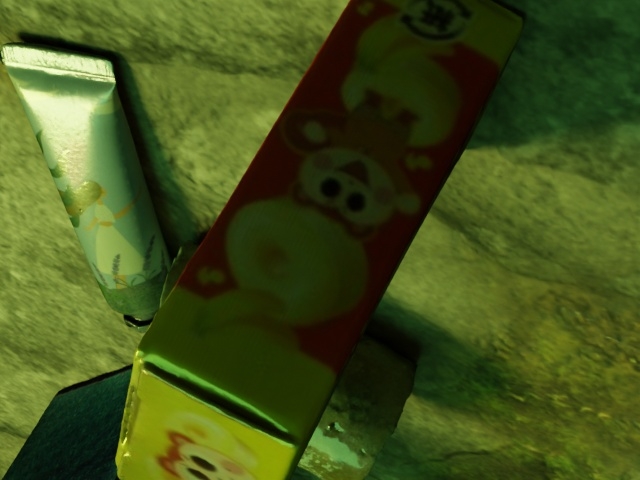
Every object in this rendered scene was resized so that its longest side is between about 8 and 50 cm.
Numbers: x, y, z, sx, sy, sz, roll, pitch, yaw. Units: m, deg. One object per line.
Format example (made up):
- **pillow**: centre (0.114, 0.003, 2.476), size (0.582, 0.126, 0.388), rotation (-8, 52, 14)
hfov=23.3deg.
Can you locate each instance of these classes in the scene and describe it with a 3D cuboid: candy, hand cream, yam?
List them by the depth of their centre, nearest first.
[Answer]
- **candy**: centre (0.000, 0.000, 0.783), size (0.088, 0.276, 0.146), rotation (28, 148, 3)
- **hand cream**: centre (-0.150, -0.034, 1.085), size (0.088, 0.055, 0.256), rotation (13, 139, 24)
- **yam**: centre (-0.035, 0.088, 1.107), size (0.194, 0.107, 0.107), rotation (30, 149, -2)

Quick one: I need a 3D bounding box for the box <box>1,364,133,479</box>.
- **box**: centre (-0.194, 0.245, 1.301), size (0.116, 0.279, 0.261), rotation (39, 148, -19)
